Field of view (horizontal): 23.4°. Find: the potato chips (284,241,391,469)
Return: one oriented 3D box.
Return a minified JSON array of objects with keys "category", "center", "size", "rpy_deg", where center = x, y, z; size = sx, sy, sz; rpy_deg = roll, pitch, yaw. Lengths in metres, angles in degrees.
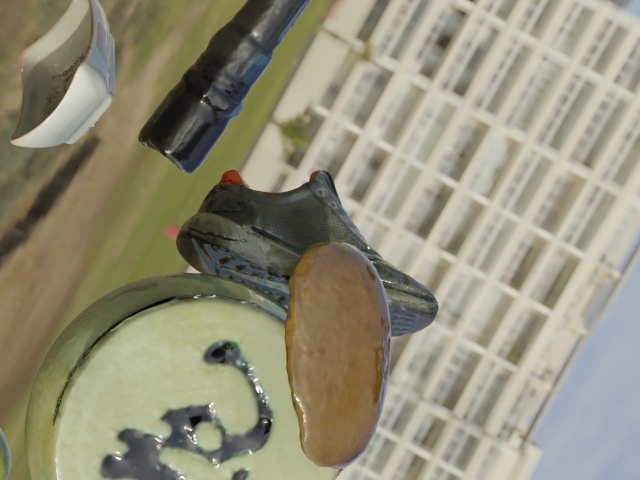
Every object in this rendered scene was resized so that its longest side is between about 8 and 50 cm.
[{"category":"potato chips","center":[0.025,0.103,1.361],"size":[0.150,0.049,0.201],"rpy_deg":[4,91,-52]}]

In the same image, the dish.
[{"category":"dish","center":[-0.315,-0.208,1.955],"size":[0.151,0.077,0.212],"rpy_deg":[-42,-148,24]}]

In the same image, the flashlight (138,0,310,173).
[{"category":"flashlight","center":[-0.087,-0.281,2.059],"size":[0.424,0.103,0.103],"rpy_deg":[-54,-177,5]}]

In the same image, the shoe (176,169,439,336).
[{"category":"shoe","center":[0.000,0.000,1.947],"size":[0.132,0.336,0.171],"rpy_deg":[105,6,-64]}]

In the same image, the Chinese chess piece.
[{"category":"Chinese chess piece","center":[-0.145,0.209,1.686],"size":[0.349,0.349,0.146],"rpy_deg":[-61,-162,-4]}]

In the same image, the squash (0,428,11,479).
[{"category":"squash","center":[-0.479,0.227,1.872],"size":[0.132,0.247,0.132],"rpy_deg":[-49,-163,21]}]
